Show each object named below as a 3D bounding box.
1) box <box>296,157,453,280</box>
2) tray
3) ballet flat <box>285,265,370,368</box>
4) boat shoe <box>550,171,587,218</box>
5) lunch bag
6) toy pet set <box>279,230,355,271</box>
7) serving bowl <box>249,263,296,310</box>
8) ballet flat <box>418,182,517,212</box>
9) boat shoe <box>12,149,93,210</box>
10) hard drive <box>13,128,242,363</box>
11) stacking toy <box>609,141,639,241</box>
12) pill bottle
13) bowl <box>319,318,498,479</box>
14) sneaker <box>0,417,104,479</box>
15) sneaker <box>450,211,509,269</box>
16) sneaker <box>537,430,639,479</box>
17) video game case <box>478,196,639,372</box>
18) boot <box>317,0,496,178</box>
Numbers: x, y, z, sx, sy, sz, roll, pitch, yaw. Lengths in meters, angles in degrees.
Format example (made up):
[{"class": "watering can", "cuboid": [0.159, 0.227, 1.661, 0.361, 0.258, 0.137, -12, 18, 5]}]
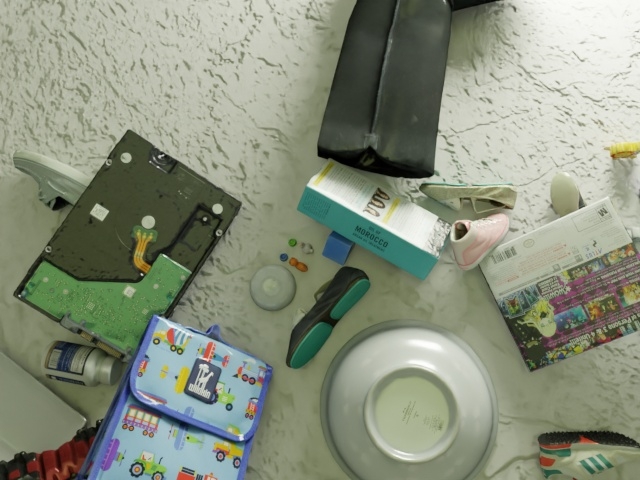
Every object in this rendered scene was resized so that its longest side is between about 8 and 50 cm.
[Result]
[{"class": "box", "cuboid": [0.092, -0.038, 1.050, 0.244, 0.060, 0.100, 30, 44, 5]}, {"class": "tray", "cuboid": [-0.544, 0.293, 1.090, 0.270, 0.030, 0.145, 34, 84, 11]}, {"class": "ballet flat", "cuboid": [0.001, 0.124, 1.060, 0.074, 0.074, 0.203, 40, 91, 11]}, {"class": "boat shoe", "cuboid": [0.432, -0.051, 1.064, 0.049, 0.043, 0.137, -29, 71, 41]}, {"class": "lunch bag", "cuboid": [-0.212, 0.273, 0.985, 0.221, 0.138, 0.293, 26, 63, -18]}, {"class": "toy pet set", "cuboid": [0.000, 0.000, 1.079, 0.114, 0.065, 0.122, 28, 83, 12]}, {"class": "serving bowl", "cuboid": [-0.085, 0.080, 1.091, 0.083, 0.027, 0.083, -1, 78, 5]}, {"class": "ballet flat", "cuboid": [0.254, -0.074, 1.079, 0.168, 0.057, 0.052, 1, 88, 6]}, {"class": "boat shoe", "cuboid": [-0.469, -0.092, 1.135, 0.228, 0.079, 0.081, 25, 78, 6]}, {"class": "hard drive", "cuboid": [-0.323, 0.013, 1.079, 0.237, 0.064, 0.338, 32, 82, -7]}, {"class": "stacking toy", "cuboid": [0.609, -0.089, 1.050, 0.221, 0.052, 0.166, -4, 79, 4]}, {"class": "pill bottle", "cuboid": [-0.408, 0.213, 1.074, 0.120, 0.067, 0.067, 9, 80, 7]}, {"class": "bowl", "cuboid": [0.139, 0.268, 0.980, 0.298, 0.134, 0.297, -1, 79, 6]}, {"class": "sneaker", "cuboid": [-0.387, 0.384, 1.023, 0.276, 0.098, 0.135, -19, 116, -19]}, {"class": "sneaker", "cuboid": [0.263, -0.019, 1.040, 0.134, 0.051, 0.070, -44, 118, -25]}, {"class": "sneaker", "cuboid": [0.424, 0.345, 0.985, 0.161, 0.057, 0.075, 0, 95, 4]}, {"class": "video game case", "cuboid": [0.401, 0.073, 1.012, 0.232, 0.042, 0.210, -27, 76, 16]}, {"class": "boot", "cuboid": [0.208, -0.321, 1.081, 0.367, 0.146, 0.445, 10, 76, 17]}]
